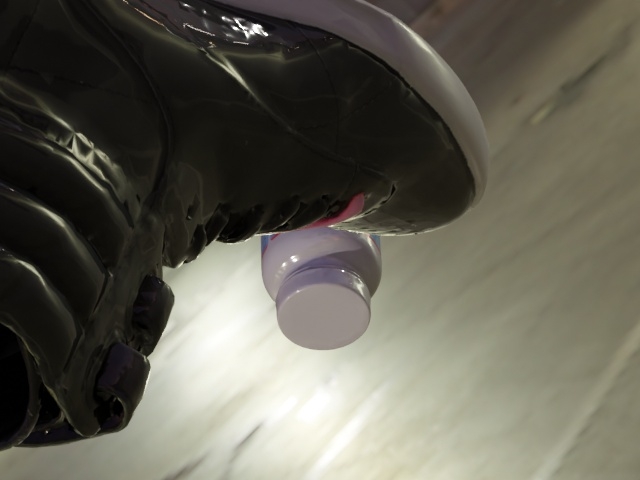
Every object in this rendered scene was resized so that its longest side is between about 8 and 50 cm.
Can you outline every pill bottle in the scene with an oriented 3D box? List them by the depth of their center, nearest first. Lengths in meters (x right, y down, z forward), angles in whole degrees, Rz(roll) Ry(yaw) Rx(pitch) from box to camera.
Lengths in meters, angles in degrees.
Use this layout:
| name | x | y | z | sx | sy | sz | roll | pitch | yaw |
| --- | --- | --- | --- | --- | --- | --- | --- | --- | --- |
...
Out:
| name | x | y | z | sx | sy | sz | roll | pitch | yaw |
| --- | --- | --- | --- | --- | --- | --- | --- | --- | --- |
| pill bottle | 0.000 | 0.000 | 1.263 | 0.087 | 0.087 | 0.160 | -41 | 32 | 30 |

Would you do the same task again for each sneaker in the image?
| name | x | y | z | sx | sy | sz | roll | pitch | yaw |
| --- | --- | --- | --- | --- | --- | --- | --- | --- | --- |
| sneaker | -0.053 | -0.006 | 0.478 | 0.105 | 0.296 | 0.146 | -12 | 68 | 36 |
